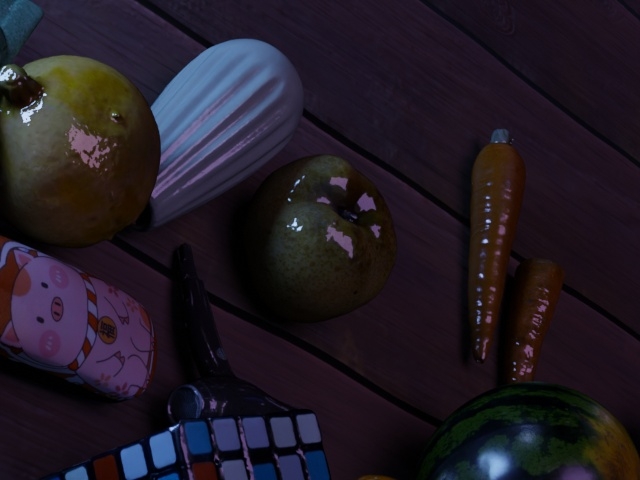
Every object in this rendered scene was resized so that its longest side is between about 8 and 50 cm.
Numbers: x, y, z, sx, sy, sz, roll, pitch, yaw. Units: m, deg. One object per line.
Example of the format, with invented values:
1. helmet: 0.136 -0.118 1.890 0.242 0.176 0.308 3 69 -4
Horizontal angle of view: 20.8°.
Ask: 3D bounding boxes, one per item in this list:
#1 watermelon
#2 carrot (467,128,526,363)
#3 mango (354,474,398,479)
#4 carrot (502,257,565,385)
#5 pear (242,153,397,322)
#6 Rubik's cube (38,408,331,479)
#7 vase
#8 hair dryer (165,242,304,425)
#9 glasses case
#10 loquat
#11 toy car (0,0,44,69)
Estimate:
1. watermelon: 0.216 0.275 1.805 0.269 0.269 0.269 26 52 -40
2. carrot: 0.207 0.004 2.096 0.069 0.069 0.336 33 51 -35
3. mango: 0.073 0.368 1.682 0.146 0.129 0.289 -11 84 -65
4. carrot: 0.246 0.120 2.084 0.061 0.061 0.209 40 49 -29
5. pear: 0.000 0.000 1.785 0.167 0.136 0.167 24 53 -35
6. Rubik's cube: -0.102 0.257 1.489 0.184 0.182 0.187 2 69 -50
7. vase: -0.120 -0.099 1.717 0.128 0.128 0.248 55 48 -13
8. hair dryer: -0.095 0.101 1.693 0.195 0.075 0.219 16 51 -56
9. glasses case: -0.249 0.064 1.510 0.267 0.067 0.103 26 51 -40
10. loquat: -0.227 -0.084 1.541 0.204 0.149 0.172 50 49 -47
11. toy car: -0.349 -0.150 1.481 0.141 0.097 0.320 47 41 -22
